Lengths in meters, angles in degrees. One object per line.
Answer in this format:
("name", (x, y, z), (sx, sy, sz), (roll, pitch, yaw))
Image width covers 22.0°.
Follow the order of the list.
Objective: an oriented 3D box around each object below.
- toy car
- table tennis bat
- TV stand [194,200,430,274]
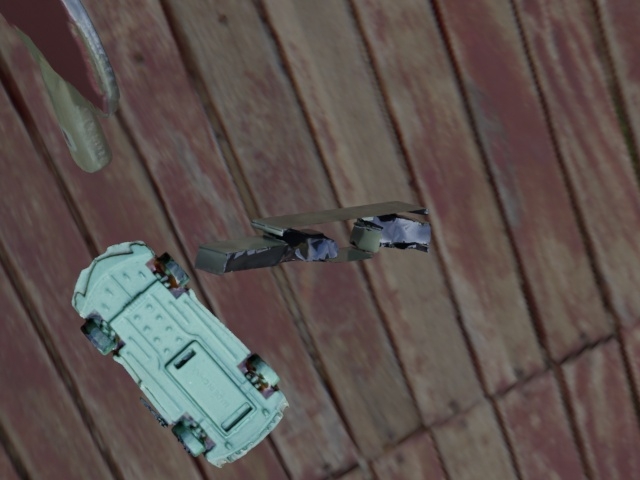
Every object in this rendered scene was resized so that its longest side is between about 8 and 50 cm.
("toy car", (-0.071, 0.055, 0.815), (0.059, 0.035, 0.122), (-42, 88, -4))
("table tennis bat", (-0.140, -0.102, 0.841), (0.022, 0.131, 0.234), (-39, 155, -14))
("TV stand", (0.000, 0.000, 1.286), (0.249, 0.036, 0.042), (-8, 111, -49))
